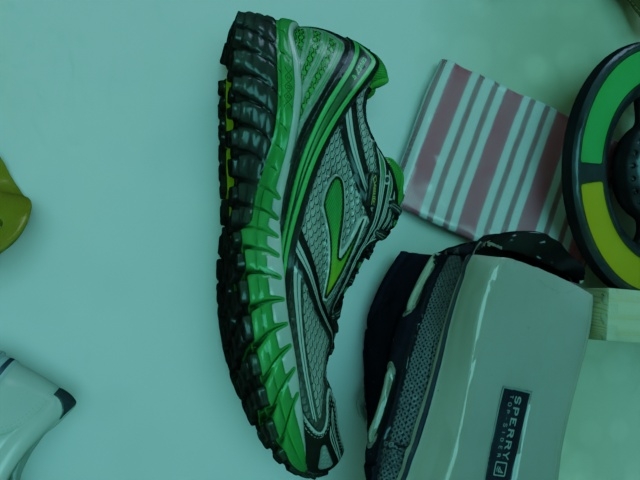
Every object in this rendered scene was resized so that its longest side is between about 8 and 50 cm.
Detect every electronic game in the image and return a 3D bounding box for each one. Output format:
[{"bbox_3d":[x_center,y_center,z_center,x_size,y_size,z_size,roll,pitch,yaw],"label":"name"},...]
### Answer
[{"bbox_3d":[0.299,-0.061,0.591,0.229,0.048,0.229,-1,92,-28],"label":"electronic game"}]

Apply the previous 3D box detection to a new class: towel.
[{"bbox_3d":[0.167,-0.058,0.595,0.197,0.029,0.144,24,80,-8],"label":"towel"}]

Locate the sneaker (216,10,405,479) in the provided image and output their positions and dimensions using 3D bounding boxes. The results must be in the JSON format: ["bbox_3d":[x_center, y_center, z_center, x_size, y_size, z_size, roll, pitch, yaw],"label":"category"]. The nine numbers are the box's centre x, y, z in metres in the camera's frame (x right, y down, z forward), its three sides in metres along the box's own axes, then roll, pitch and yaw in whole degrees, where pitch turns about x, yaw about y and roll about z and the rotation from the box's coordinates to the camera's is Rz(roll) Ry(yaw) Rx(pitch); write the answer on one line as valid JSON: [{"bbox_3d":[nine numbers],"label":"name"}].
[{"bbox_3d":[0.000,0.000,0.491,0.146,0.134,0.343,2,84,-14],"label":"sneaker"}]

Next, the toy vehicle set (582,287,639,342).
[{"bbox_3d":[0.294,0.068,0.542,0.267,0.166,0.035,6,84,-13],"label":"toy vehicle set"}]

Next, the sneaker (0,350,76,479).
[{"bbox_3d":[-0.250,0.202,0.431,0.091,0.094,0.258,26,79,-8],"label":"sneaker"}]

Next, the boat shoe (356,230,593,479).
[{"bbox_3d":[0.082,0.160,0.489,0.127,0.158,0.340,22,83,-20],"label":"boat shoe"}]

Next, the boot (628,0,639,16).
[{"bbox_3d":[0.232,-0.263,0.602,0.165,0.077,0.213,-28,87,-15],"label":"boot"}]

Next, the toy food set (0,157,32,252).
[{"bbox_3d":[-0.316,-0.025,0.452,0.218,0.071,0.128,17,45,-18],"label":"toy food set"}]
